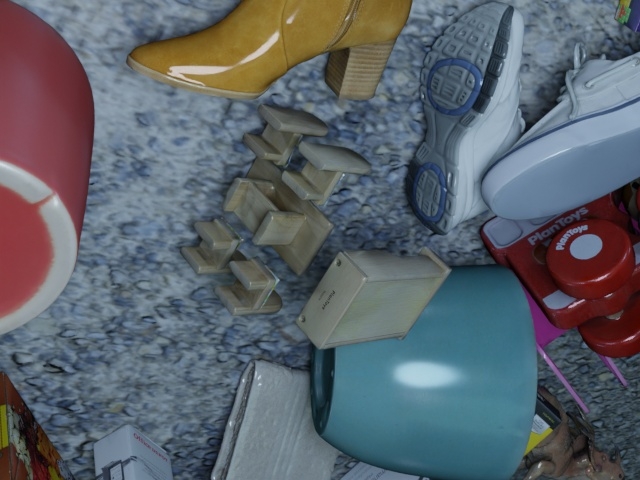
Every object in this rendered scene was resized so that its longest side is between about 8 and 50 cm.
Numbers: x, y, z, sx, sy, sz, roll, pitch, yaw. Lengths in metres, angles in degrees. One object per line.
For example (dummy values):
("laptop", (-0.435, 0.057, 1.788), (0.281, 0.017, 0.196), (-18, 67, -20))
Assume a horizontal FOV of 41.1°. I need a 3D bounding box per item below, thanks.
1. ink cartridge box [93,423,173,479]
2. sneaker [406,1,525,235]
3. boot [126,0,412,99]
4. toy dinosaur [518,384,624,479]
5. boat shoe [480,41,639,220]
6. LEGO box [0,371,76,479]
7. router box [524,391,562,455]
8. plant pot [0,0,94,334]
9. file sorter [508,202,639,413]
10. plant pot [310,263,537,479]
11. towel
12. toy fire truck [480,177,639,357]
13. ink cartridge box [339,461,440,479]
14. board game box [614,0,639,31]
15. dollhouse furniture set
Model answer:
("ink cartridge box", (-0.253, 0.347, 1.178), (0.063, 0.150, 0.109), (-31, 131, 7))
("sneaker", (0.190, -0.149, 1.034), (0.129, 0.111, 0.297), (-18, 136, -31))
("boot", (-0.039, -0.253, 0.850), (0.295, 0.104, 0.211), (-3, 121, -28))
("toy dinosaur", (0.390, 0.326, 1.464), (0.200, 0.127, 0.295), (-32, 116, -11))
("boat shoe", (0.338, -0.165, 1.009), (0.367, 0.156, 0.136), (-29, 144, 8))
("LEGO box", (-0.557, 0.434, 1.086), (0.500, 0.193, 0.372), (-21, 131, -7))
("router box", (0.264, 0.258, 1.335), (0.179, 0.046, 0.133), (42, 105, 0))
("plant pot", (-0.331, -0.056, 0.772), (0.275, 0.243, 0.275), (-12, 130, -15))
("file sorter", (0.430, 0.081, 1.242), (0.291, 0.182, 0.202), (-37, 131, 7))
("plant pot", (0.114, 0.168, 1.121), (0.235, 0.293, 0.293), (5, 124, -9))
("towel", (-0.058, 0.316, 1.252), (0.187, 0.049, 0.282), (13, 96, -32))
("toy fire truck", (0.380, -0.020, 1.096), (0.302, 0.254, 0.169), (-33, 130, 6))
("ink cartridge box", (0.191, 0.445, 1.337), (0.223, 0.307, 0.129), (-44, 130, 13))
("board game box", (0.446, -0.336, 1.016), (0.141, 0.048, 0.170), (-7, 128, -20))
("dollhouse furniture set", (0.000, 0.000, 0.975), (0.161, 0.242, 0.212), (0, 128, -50))
